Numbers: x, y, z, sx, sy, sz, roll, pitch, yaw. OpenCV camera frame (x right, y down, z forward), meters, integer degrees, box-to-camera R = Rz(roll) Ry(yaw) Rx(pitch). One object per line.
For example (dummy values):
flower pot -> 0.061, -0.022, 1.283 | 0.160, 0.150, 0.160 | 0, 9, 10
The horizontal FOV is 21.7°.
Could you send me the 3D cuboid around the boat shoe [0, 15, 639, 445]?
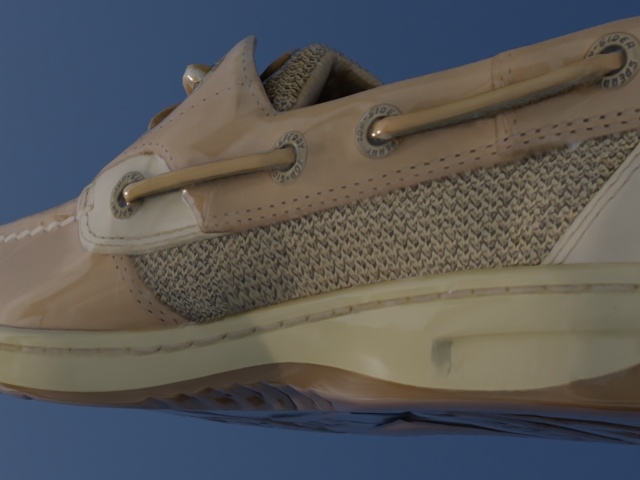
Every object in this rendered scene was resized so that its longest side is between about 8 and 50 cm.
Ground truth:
boat shoe -> 0.000, 0.000, 0.496 | 0.341, 0.121, 0.110 | -3, -101, 42
